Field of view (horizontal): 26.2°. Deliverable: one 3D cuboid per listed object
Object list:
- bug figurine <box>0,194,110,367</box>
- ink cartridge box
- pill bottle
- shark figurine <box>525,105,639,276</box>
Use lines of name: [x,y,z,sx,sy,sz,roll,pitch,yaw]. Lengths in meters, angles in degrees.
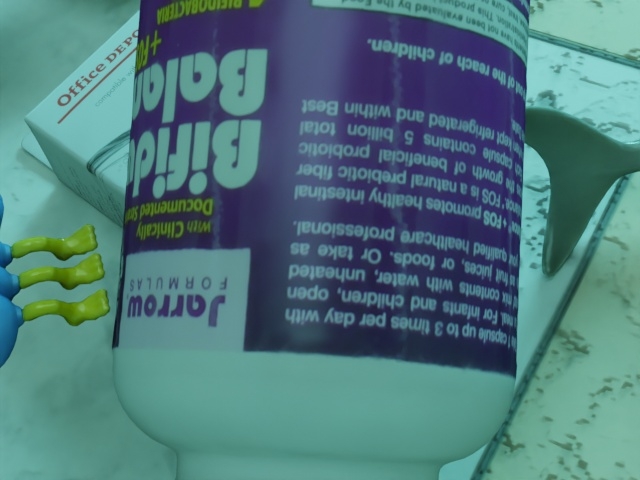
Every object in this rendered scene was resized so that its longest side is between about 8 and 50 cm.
bug figurine: [-0.208,0.099,0.593,0.279,0.072,0.216,-30,63,22]
ink cartridge box: [-0.080,-0.057,0.730,0.180,0.060,0.104,34,72,27]
pill bottle: [0.000,0.000,0.578,0.169,0.169,0.301,1,81,12]
shark figurine: [0.232,-0.023,0.617,0.278,0.116,0.166,32,68,25]
